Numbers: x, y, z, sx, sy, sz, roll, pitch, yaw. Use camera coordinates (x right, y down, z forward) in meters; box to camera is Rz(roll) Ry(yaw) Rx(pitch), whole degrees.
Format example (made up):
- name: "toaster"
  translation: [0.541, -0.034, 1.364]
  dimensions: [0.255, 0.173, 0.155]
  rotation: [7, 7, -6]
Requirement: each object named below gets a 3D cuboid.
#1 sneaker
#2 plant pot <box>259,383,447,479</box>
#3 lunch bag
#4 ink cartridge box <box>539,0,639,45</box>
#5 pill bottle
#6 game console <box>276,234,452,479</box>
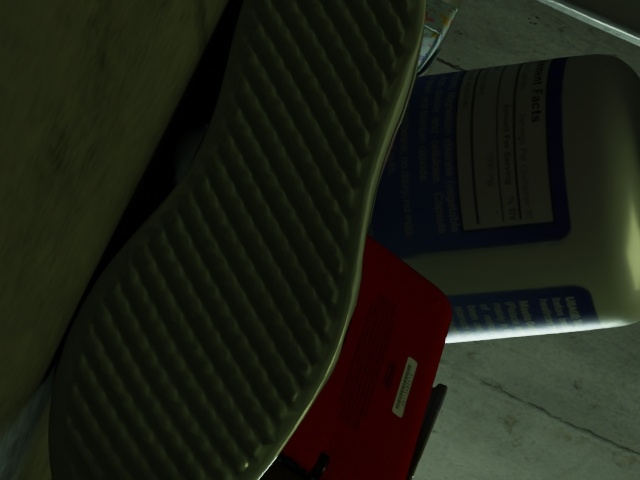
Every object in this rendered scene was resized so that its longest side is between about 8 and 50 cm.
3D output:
- name: "sneaker"
  translation: [-0.030, 0.006, 0.818]
  dimensions: [0.282, 0.102, 0.161]
  rotation: [-64, -179, -12]
- name: "plant pot"
  translation: [-0.032, 0.129, 1.108]
  dimensions: [0.167, 0.165, 0.167]
  rotation: [24, 90, -87]
- name: "lunch bag"
  translation: [0.094, -0.196, 1.830]
  dimensions: [0.083, 0.053, 0.071]
  rotation: [-56, -179, 34]
- name: "ink cartridge box"
  translation: [0.207, -0.271, 1.057]
  dimensions: [0.130, 0.271, 0.309]
  rotation: [-44, 159, -82]
- name: "pill bottle"
  translation: [0.108, -0.022, 1.027]
  dimensions: [0.152, 0.272, 0.152]
  rotation: [-6, 90, -75]
- name: "game console"
  translation: [-0.019, 0.061, 0.874]
  dimensions: [0.085, 0.124, 0.144]
  rotation: [-37, -157, 42]
